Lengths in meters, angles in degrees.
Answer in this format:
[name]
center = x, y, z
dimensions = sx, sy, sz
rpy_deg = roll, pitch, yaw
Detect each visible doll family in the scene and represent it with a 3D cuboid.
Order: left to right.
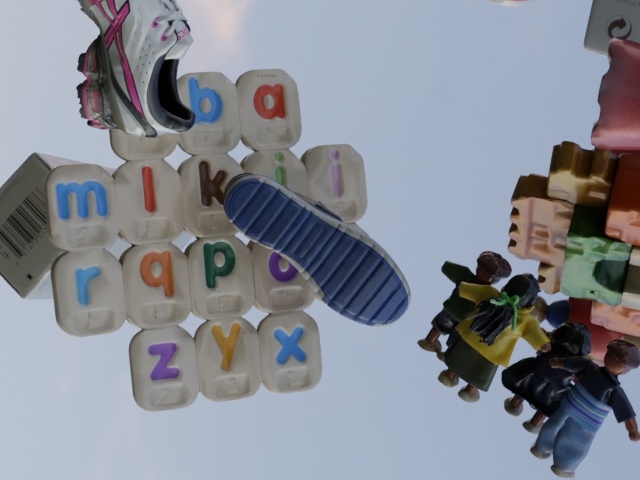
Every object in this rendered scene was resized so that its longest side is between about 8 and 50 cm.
[doll family]
center = 0.155, 0.082, 1.129
dimensions = 0.193, 0.076, 0.111
rpy_deg = 37, -69, 14

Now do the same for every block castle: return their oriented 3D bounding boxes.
[block castle]
center = 0.295, -0.091, 1.373
dimensions = 0.453, 0.213, 0.303
rpy_deg = 84, 21, -59

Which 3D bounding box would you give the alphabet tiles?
[alphabet tiles]
center = -0.089, -0.003, 1.313
dimensions = 0.021, 0.284, 0.277
rpy_deg = 176, -92, -66

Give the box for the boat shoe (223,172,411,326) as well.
[boat shoe]
center = 0.000, 0.000, 1.292
dimensions = 0.066, 0.183, 0.066
rpy_deg = -47, -163, 9

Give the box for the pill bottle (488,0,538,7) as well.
[pill bottle]
center = 0.244, -0.390, 1.910
dimensions = 0.193, 0.108, 0.108
rpy_deg = 95, -16, -51

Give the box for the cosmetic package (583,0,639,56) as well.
[cosmetic package]
center = 0.413, -0.405, 1.557
dimensions = 0.162, 0.230, 0.453
rpy_deg = 18, -66, 22

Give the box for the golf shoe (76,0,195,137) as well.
[golf shoe]
center = -0.122, -0.159, 1.062
dimensions = 0.067, 0.086, 0.186
rpy_deg = -51, 146, -52

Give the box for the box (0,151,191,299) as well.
[box]
center = -0.231, -0.009, 1.556
dimensions = 0.094, 0.275, 0.113
rpy_deg = 45, -82, 12
